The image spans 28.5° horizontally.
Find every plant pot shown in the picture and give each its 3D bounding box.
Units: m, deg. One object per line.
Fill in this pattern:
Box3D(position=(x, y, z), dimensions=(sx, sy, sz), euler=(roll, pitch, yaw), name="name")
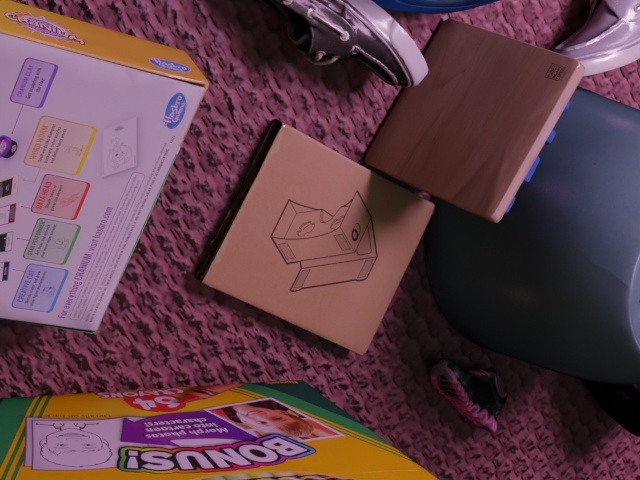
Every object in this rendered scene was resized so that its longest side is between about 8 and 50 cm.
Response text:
Box3D(position=(0.288, 0.009, 1.234), dimensions=(0.293, 0.235, 0.293), euler=(-10, 110, -29), name="plant pot")

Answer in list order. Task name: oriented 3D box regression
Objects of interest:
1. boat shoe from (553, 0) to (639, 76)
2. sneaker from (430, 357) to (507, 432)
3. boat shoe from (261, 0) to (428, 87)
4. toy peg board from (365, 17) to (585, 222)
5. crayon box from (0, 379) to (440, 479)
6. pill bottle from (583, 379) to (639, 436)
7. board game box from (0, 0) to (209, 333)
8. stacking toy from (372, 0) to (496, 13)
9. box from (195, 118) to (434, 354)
Box3D(position=(0.308, -0.231, 1.277), dimensions=(0.227, 0.079, 0.081), euler=(-30, 109, -27), name="boat shoe")
Box3D(position=(0.158, 0.150, 1.315), dimensions=(0.057, 0.047, 0.119), euler=(-54, 131, -15), name="sneaker")
Box3D(position=(0.001, -0.192, 1.098), dimensions=(0.219, 0.078, 0.070), euler=(37, 83, -26), name="boat shoe")
Box3D(position=(0.154, -0.102, 1.173), dimensions=(0.079, 0.161, 0.161), euler=(33, 86, -50), name="toy peg board")
Box3D(position=(-0.097, 0.218, 1.012), dimensions=(0.363, 0.313, 0.106), euler=(0, 104, -32), name="crayon box")
Box3D(position=(0.406, 0.110, 1.403), dimensions=(0.219, 0.123, 0.123), euler=(-38, 120, -16), name="pill bottle")
Box3D(position=(-0.273, -0.063, 0.926), dimensions=(0.317, 0.064, 0.242), euler=(13, 117, -34), name="board game box")
Box3D(position=(0.113, -0.359, 1.087), dimensions=(0.175, 0.166, 0.301), euler=(2, 89, -22), name="stacking toy")
Box3D(position=(0.000, 0.000, 1.183), dimensions=(0.201, 0.021, 0.164), euler=(27, 89, -34), name="box")
